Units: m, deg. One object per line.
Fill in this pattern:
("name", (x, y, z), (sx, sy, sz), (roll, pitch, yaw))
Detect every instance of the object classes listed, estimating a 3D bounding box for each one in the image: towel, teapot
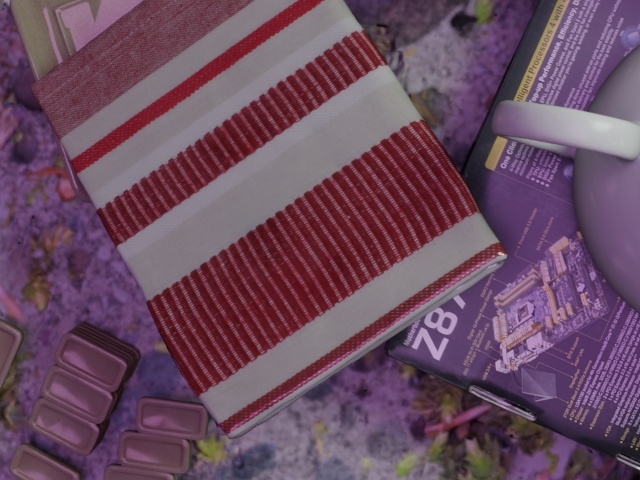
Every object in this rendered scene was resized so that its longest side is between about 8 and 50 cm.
("towel", (-0.046, -0.053, 0.964), (0.237, 0.037, 0.329), (-34, 67, 8))
("teapot", (0.279, -0.043, 0.862), (0.256, 0.187, 0.252), (-33, 87, 6))

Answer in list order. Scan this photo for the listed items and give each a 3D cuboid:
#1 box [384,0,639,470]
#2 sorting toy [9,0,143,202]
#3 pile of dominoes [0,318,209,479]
("box", (0.268, -0.031, 1.004), (0.318, 0.097, 0.395), (23, 94, 4))
("sorting toy", (-0.127, -0.145, 1.075), (0.196, 0.047, 0.348), (-19, 89, 3))
("pile of dominoes", (-0.216, 0.196, 1.105), (0.196, 0.040, 0.251), (26, 102, 5))
